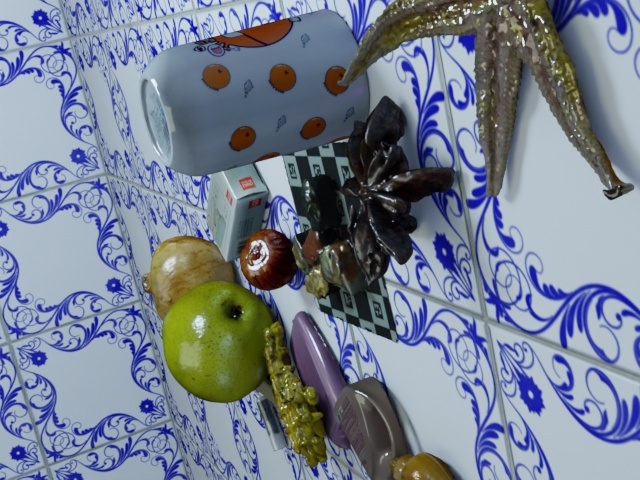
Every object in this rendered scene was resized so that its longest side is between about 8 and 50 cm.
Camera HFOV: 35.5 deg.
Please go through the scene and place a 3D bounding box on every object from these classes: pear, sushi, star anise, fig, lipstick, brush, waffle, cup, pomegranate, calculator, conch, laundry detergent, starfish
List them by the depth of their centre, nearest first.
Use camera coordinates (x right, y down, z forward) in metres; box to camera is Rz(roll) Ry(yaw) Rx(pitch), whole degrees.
[{"bbox_3d":[0.188,-0.218,1.108,0.398,0.132,0.384,-9,106,55],"label":"starfish"},{"bbox_3d":[0.097,-0.072,1.463,0.212,0.129,0.283,103,152,-44],"label":"star anise"},{"bbox_3d":[-0.110,-0.224,1.571,0.212,0.317,0.212,50,151,43],"label":"cup"},{"bbox_3d":[0.202,0.428,1.629,0.330,0.093,0.109,29,126,59],"label":"conch"},{"bbox_3d":[0.113,0.368,1.825,0.237,0.076,0.171,61,156,26],"label":"laundry detergent"},{"bbox_3d":[0.000,0.000,1.831,0.343,0.064,0.359,13,118,66],"label":"sushi"},{"bbox_3d":[-0.096,0.052,2.049,0.150,0.128,0.128,50,166,-19],"label":"fig"},{"bbox_3d":[-0.005,0.285,2.097,0.194,0.043,0.294,100,147,-53],"label":"calculator"},{"bbox_3d":[-0.061,0.345,2.151,0.293,0.069,0.260,-122,20,-52],"label":"waffle"},{"bbox_3d":[-0.231,0.233,2.305,0.294,0.294,0.294,50,150,44],"label":"pear"},{"bbox_3d":[-0.080,0.375,2.365,0.321,0.050,0.060,31,132,49],"label":"brush"},{"bbox_3d":[-0.331,0.104,2.505,0.248,0.248,0.248,50,150,44],"label":"pomegranate"},{"bbox_3d":[-0.125,0.463,2.543,0.141,0.040,0.040,70,159,8],"label":"lipstick"}]

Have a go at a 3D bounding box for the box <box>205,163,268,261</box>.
[{"bbox_3d":[-0.189,-0.079,2.214,0.135,0.079,0.269,62,157,24],"label":"box"}]
